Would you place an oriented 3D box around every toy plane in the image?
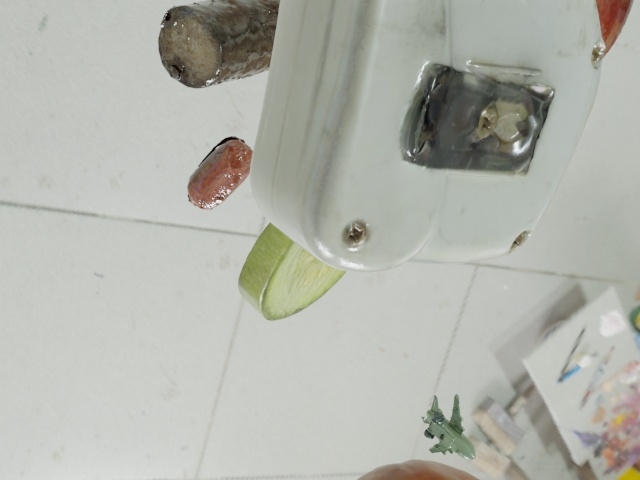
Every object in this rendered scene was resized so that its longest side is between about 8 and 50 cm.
[{"bbox_3d":[0.138,0.209,0.894,0.033,0.083,0.080,4,119,-35],"label":"toy plane"}]

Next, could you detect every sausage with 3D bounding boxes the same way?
[{"bbox_3d":[-0.160,-0.106,1.311,0.076,0.076,0.141,31,116,-33],"label":"sausage"}]

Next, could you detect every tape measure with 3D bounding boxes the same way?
[{"bbox_3d":[0.075,-0.111,0.569,0.265,0.130,0.258,0,110,-31],"label":"tape measure"}]

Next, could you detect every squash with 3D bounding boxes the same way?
[{"bbox_3d":[0.000,0.000,1.105,0.252,0.049,0.252,-39,157,-21],"label":"squash"}]

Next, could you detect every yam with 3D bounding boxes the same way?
[{"bbox_3d":[-0.110,-0.292,1.167,0.280,0.131,0.131,-35,130,-53],"label":"yam"}]

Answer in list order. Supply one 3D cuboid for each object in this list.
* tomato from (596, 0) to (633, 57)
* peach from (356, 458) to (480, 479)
[{"bbox_3d":[0.223,-0.240,0.721,0.199,0.112,0.228,-54,139,-32],"label":"tomato"},{"bbox_3d":[0.158,0.509,1.212,0.343,0.301,0.342,-12,123,-18],"label":"peach"}]
